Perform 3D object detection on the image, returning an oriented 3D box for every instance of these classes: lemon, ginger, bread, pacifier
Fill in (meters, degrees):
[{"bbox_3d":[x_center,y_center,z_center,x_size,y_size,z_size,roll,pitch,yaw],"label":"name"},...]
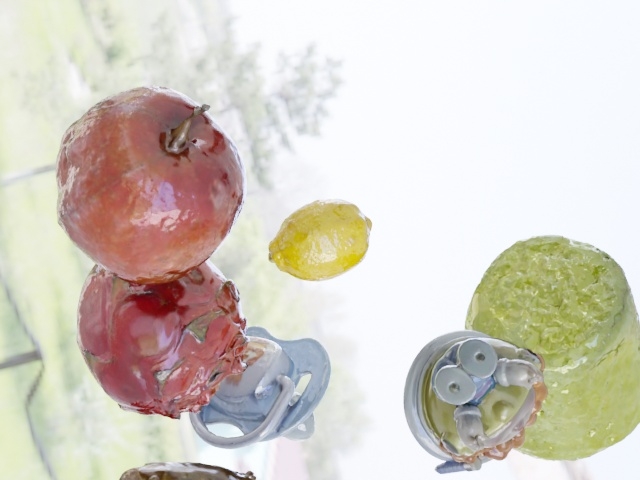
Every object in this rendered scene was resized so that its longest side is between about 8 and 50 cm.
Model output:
[{"bbox_3d":[0.000,0.000,1.863,0.114,0.155,0.114,161,-90,-81],"label":"lemon"},{"bbox_3d":[-0.187,0.383,1.920,0.107,0.309,0.133,22,-86,58],"label":"ginger"},{"bbox_3d":[0.414,0.186,2.341,0.308,0.348,0.348,67,7,-52],"label":"bread"},{"bbox_3d":[-0.089,0.263,2.159,0.207,0.279,0.227,49,62,-41],"label":"pacifier"}]

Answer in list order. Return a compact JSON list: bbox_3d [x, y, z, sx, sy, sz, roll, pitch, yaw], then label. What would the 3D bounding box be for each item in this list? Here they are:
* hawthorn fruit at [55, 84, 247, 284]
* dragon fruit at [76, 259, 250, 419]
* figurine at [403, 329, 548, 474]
[{"bbox_3d":[-0.190,-0.084,1.569,0.271,0.242,0.242,-42,-123,55],"label":"hawthorn fruit"},{"bbox_3d":[-0.215,0.120,1.808,0.241,0.241,0.252,86,-10,-82],"label":"dragon fruit"},{"bbox_3d":[0.230,0.198,1.965,0.205,0.224,0.382,37,-19,18],"label":"figurine"}]
